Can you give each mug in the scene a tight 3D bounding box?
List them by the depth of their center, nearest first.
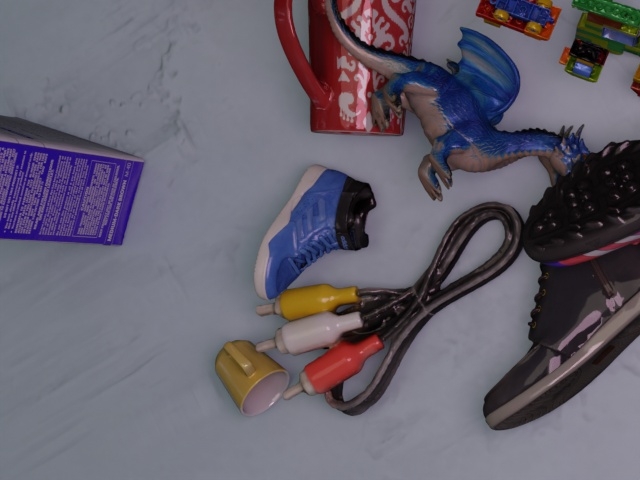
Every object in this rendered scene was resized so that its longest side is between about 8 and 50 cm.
[{"bbox_3d":[0.021,-0.188,1.474,0.150,0.113,0.169,1,93,-12],"label":"mug"},{"bbox_3d":[-0.072,0.128,1.535,0.064,0.062,0.078,45,138,29],"label":"mug"}]

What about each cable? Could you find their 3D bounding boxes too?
[{"bbox_3d":[0.072,0.069,1.461,0.287,0.072,0.139,-29,68,22],"label":"cable"}]

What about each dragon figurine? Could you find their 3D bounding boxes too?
[{"bbox_3d":[0.128,-0.136,1.408,0.144,0.085,0.289,-35,80,-16],"label":"dragon figurine"}]

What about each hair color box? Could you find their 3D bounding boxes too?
[{"bbox_3d":[-0.348,-0.070,1.525,0.185,0.339,0.110,18,95,25],"label":"hair color box"}]

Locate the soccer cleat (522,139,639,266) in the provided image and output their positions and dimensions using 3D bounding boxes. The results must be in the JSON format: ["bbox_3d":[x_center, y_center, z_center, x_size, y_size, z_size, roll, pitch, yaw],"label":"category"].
[{"bbox_3d":[0.328,-0.046,1.311,0.318,0.116,0.109,-29,36,16],"label":"soccer cleat"}]

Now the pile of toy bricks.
[{"bbox_3d":[0.254,-0.193,1.376,0.212,0.105,0.118,23,82,10],"label":"pile of toy bricks"}]

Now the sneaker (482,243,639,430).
[{"bbox_3d":[0.216,0.070,1.399,0.222,0.083,0.118,-42,65,8],"label":"sneaker"}]

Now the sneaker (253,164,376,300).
[{"bbox_3d":[0.000,-0.001,1.490,0.084,0.058,0.152,18,63,24],"label":"sneaker"}]
